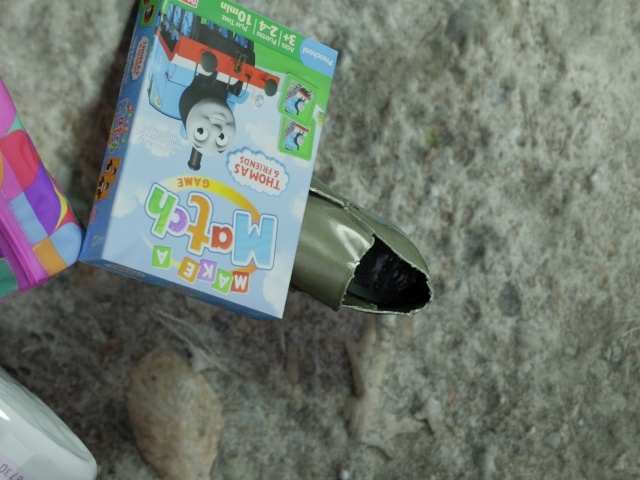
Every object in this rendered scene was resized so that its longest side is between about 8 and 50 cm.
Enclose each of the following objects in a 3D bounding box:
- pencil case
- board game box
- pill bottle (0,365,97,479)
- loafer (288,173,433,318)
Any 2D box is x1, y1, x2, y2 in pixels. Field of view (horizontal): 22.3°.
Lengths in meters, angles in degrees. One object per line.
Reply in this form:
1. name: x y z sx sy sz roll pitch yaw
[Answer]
1. pencil case: -0.241 -0.066 1.083 0.104 0.104 0.236 -36 129 -14
2. board game box: -0.077 -0.064 1.174 0.160 0.039 0.211 20 76 -36
3. pill bottle: -0.312 0.220 1.130 0.301 0.169 0.169 -49 130 -5
4. loafer: 0.000 0.000 1.284 0.251 0.087 0.094 18 102 -39
